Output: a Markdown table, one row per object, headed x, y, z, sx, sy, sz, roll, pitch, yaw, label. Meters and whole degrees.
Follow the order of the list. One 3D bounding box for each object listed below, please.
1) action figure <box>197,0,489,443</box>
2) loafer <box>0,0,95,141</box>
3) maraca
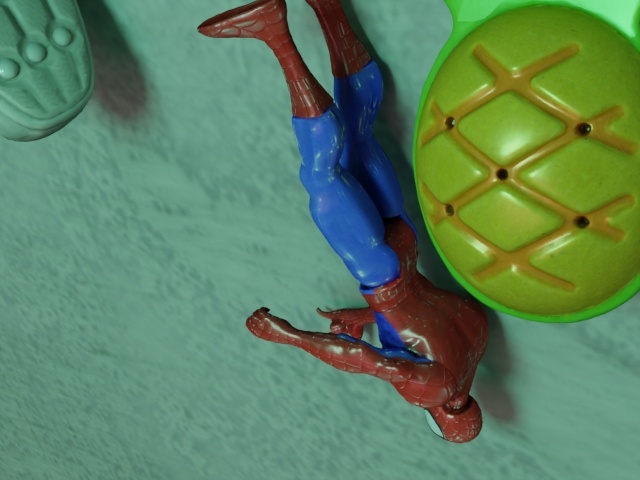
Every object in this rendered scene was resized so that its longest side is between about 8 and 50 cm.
| x | y | z | sx | sy | sz | roll | pitch | yaw | label |
| --- | --- | --- | --- | --- | --- | --- | --- | --- | --- |
| 0.000 | 0.000 | 0.676 | 0.139 | 0.091 | 0.280 | -11 | 116 | 38 | action figure |
| -0.252 | -0.182 | 0.719 | 0.319 | 0.112 | 0.111 | 51 | 146 | 2 | loafer |
| 0.098 | -0.055 | 0.544 | 0.127 | 0.099 | 0.186 | 4 | 102 | 28 | maraca |
